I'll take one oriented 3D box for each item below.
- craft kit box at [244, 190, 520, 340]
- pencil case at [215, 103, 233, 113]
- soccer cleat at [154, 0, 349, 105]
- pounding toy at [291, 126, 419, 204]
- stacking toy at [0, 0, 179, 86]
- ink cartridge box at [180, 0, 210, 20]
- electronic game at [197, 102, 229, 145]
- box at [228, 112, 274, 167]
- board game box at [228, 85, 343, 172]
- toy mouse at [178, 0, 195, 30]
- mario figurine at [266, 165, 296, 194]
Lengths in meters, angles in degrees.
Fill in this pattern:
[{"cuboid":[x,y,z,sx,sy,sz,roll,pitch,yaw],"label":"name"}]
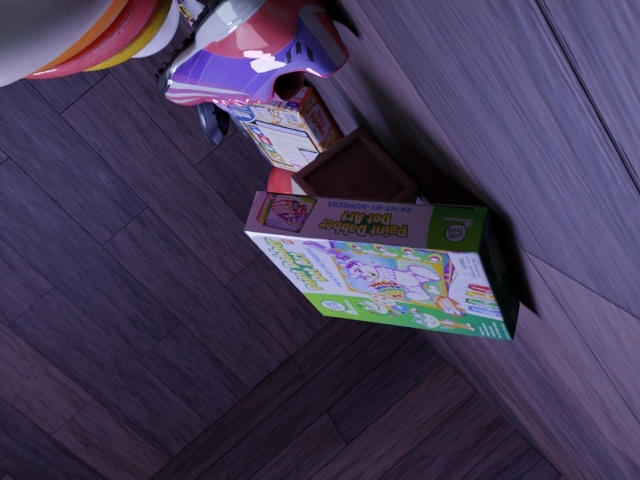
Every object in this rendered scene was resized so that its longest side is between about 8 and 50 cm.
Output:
[{"cuboid":[0.078,0.032,0.841,0.247,0.061,0.250,8,157,26],"label":"craft kit box"},{"cuboid":[-0.174,-0.294,1.464,0.088,0.086,0.206,42,178,-27],"label":"pencil case"},{"cuboid":[-0.080,-0.174,0.767,0.116,0.108,0.318,45,160,-14],"label":"soccer cleat"},{"cuboid":[0.039,-0.067,0.951,0.141,0.130,0.100,48,166,17],"label":"pounding toy"},{"cuboid":[-0.263,-0.277,0.781,0.350,0.350,0.480,49,-175,8],"label":"stacking toy"},{"cuboid":[-0.114,-0.279,0.940,0.104,0.061,0.181,51,178,-33],"label":"ink cartridge box"},{"cuboid":[-0.241,-0.323,1.679,0.229,0.048,0.229,-4,-90,-86],"label":"electronic game"},{"cuboid":[-0.090,-0.205,1.666,0.307,0.076,0.242,48,178,11],"label":"box"},{"cuboid":[-0.043,-0.160,1.122,0.147,0.045,0.193,19,162,31],"label":"board game box"},{"cuboid":[-0.213,-0.393,1.421,0.143,0.031,0.161,50,178,-25],"label":"toy mouse"},{"cuboid":[0.034,-0.076,1.395,0.198,0.170,0.320,4,164,31],"label":"mario figurine"}]
